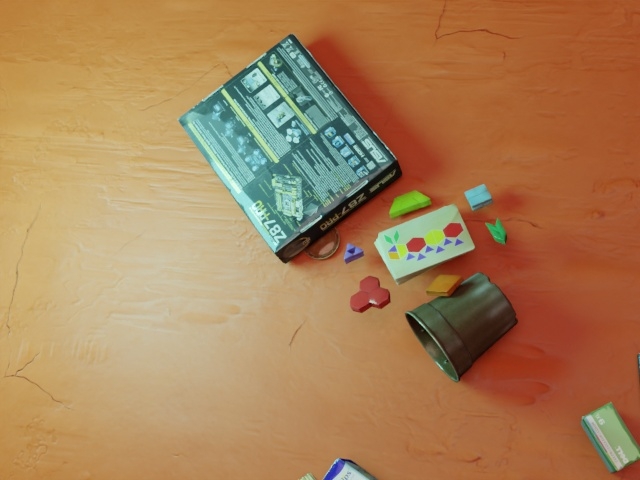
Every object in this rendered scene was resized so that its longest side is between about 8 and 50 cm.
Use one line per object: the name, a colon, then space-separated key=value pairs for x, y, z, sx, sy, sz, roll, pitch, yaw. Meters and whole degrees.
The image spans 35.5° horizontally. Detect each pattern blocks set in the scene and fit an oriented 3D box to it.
pattern blocks set: x=0.204 y=0.008 z=1.978 sx=0.324 sy=0.026 sz=0.286 roll=-16 pitch=45 yaw=11

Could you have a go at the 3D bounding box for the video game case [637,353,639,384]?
video game case: x=0.736 y=0.301 z=1.846 sx=0.274 sy=0.026 sz=0.196 roll=-4 pitch=74 yaw=12

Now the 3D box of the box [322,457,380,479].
box: x=0.079 y=0.477 z=1.883 sx=0.137 sy=0.126 sz=0.072 roll=31 pitch=85 yaw=18

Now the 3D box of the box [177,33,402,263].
box: x=-0.068 y=-0.199 z=2.110 sx=0.318 sy=0.097 sz=0.395 roll=-37 pitch=68 yaw=-1

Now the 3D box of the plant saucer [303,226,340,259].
plant saucer: x=0.000 y=0.000 z=2.090 sx=0.083 sy=0.013 sz=0.084 roll=-3 pitch=75 yaw=11

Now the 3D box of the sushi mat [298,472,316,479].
sushi mat: x=0.018 y=0.615 z=1.914 sx=0.151 sy=0.019 sz=0.316 roll=-41 pitch=70 yaw=0

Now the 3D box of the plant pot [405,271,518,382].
plant pot: x=0.277 y=0.157 z=1.920 sx=0.165 sy=0.167 sz=0.167 roll=-35 pitch=71 yaw=-8

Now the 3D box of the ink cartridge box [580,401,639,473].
ink cartridge box: x=0.519 y=0.351 z=1.779 sx=0.062 sy=0.209 sz=0.109 roll=-30 pitch=71 yaw=5
